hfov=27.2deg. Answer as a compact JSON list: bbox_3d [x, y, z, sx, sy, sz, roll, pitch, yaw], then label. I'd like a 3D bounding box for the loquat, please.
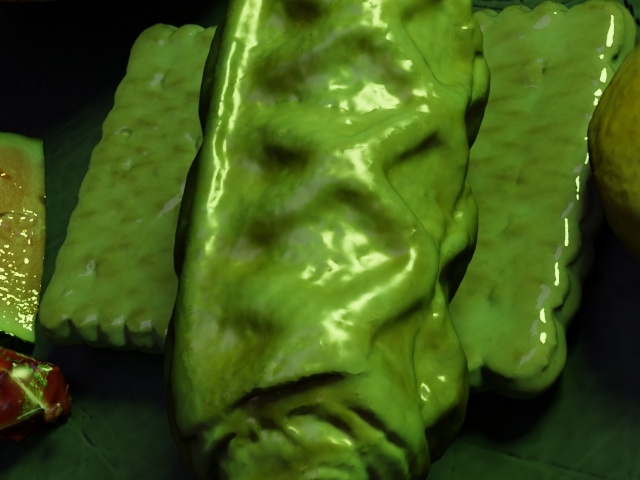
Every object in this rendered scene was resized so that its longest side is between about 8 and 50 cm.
[{"bbox_3d":[0.176,-0.041,0.560,0.137,0.113,0.137,-33,49,48],"label":"loquat"}]

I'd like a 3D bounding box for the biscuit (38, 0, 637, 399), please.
[{"bbox_3d":[-0.001,-0.028,0.707,0.325,0.044,0.217,2,67,33],"label":"biscuit"}]

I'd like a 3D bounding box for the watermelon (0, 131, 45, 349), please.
[{"bbox_3d":[-0.226,0.005,0.848,0.069,0.087,0.163,124,150,-47],"label":"watermelon"}]

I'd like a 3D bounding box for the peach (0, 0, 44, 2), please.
[{"bbox_3d":[-0.164,-0.301,0.859,0.380,0.242,0.306,3,86,21],"label":"peach"}]

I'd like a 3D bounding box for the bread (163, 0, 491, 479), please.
[{"bbox_3d":[0.000,0.000,0.583,0.152,0.130,0.267,140,142,-57],"label":"bread"}]

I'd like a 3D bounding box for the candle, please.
[{"bbox_3d":[-0.195,0.084,0.771,0.131,0.052,0.052,10,69,38],"label":"candle"}]
